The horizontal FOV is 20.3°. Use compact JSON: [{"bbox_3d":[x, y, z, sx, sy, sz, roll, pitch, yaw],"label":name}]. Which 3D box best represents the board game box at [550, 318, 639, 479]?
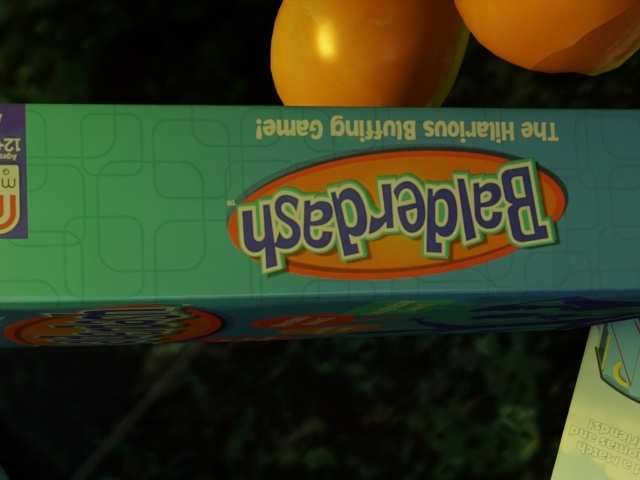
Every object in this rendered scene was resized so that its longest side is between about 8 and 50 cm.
[{"bbox_3d":[0.159,0.068,0.571,0.160,0.039,0.211,19,118,18],"label":"board game box"}]

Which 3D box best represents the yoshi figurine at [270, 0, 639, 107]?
[{"bbox_3d":[-0.109,-0.103,0.368,0.362,0.203,0.203,21,117,-21],"label":"yoshi figurine"}]

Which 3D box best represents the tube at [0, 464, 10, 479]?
[{"bbox_3d":[-0.113,0.108,0.563,0.080,0.052,0.207,-32,116,-3],"label":"tube"}]

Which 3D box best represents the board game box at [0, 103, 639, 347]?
[{"bbox_3d":[0.000,0.000,0.471,0.210,0.160,0.047,0,84,-15],"label":"board game box"}]
